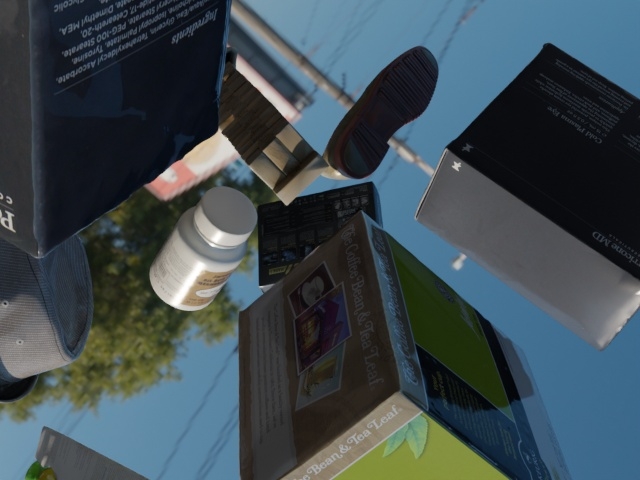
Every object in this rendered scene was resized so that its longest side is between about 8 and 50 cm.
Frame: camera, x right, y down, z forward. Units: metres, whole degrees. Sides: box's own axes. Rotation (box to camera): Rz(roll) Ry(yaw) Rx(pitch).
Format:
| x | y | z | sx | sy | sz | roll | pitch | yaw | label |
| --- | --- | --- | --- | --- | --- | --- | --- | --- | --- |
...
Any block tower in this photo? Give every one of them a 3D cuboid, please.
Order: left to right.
| x | y | z | sx | sy | sz | roll | pitch | yaw | label |
| --- | --- | --- | --- | --- | --- | --- | --- | --- | --- |
| -0.105 | -0.180 | 1.573 | 0.091 | 0.097 | 0.335 | -44 | -143 | 2 | block tower |

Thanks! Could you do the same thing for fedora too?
| x | y | z | sx | sy | sz | roll | pitch | yaw | label |
| --- | --- | --- | --- | --- | --- | --- | --- | --- | --- |
| -0.337 | 0.043 | 1.109 | 0.124 | 0.275 | 0.243 | -12 | -166 | 11 | fedora |

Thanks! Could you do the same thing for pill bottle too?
| x | y | z | sx | sy | sz | roll | pitch | yaw | label |
| --- | --- | --- | --- | --- | --- | --- | --- | --- | --- |
| -0.202 | 0.013 | 1.745 | 0.229 | 0.131 | 0.131 | -51 | -168 | 44 | pill bottle |

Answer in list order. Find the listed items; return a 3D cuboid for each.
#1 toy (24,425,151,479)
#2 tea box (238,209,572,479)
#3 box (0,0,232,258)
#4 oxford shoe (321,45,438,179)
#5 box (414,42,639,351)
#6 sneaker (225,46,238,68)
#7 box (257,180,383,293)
| x | y | z | sx | sy | sz | roll | pitch | yaw | label |
| --- | --- | --- | --- | --- | --- | --- | --- | --- | --- |
| -0.279 | 0.346 | 1.296 | 0.056 | 0.237 | 0.136 | 7 | 101 | -67 | toy |
| 0.092 | 0.200 | 1.127 | 0.220 | 0.323 | 0.329 | -40 | -153 | 19 | tea box |
| -0.334 | -0.325 | 0.875 | 0.297 | 0.480 | 0.471 | -46 | 156 | -44 | box |
| 0.108 | -0.259 | 1.987 | 0.348 | 0.123 | 0.130 | -50 | -158 | -25 | oxford shoe |
| 0.376 | -0.073 | 1.481 | 0.312 | 0.343 | 0.179 | -44 | 163 | -34 | box |
| -0.207 | -0.297 | 1.949 | 0.084 | 0.070 | 0.185 | -17 | -121 | 47 | sneaker |
| 0.000 | 0.000 | 1.840 | 0.233 | 0.059 | 0.183 | -12 | -125 | 13 | box |
